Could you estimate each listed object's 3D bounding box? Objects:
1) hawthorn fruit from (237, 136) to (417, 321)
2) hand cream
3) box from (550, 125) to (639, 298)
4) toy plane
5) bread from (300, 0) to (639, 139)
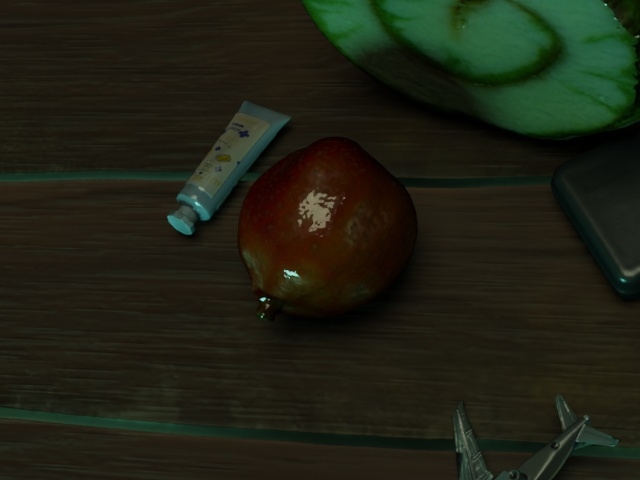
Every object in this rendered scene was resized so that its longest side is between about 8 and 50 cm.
[{"bbox_3d":[0.000,0.000,1.320,0.169,0.169,0.188,22,67,23],"label":"hawthorn fruit"},{"bbox_3d":[-0.103,-0.080,1.453,0.065,0.043,0.171,23,66,27],"label":"hand cream"},{"bbox_3d":[0.356,-0.053,1.327,0.230,0.050,0.160,-25,58,-2],"label":"box"},{"bbox_3d":[0.166,0.232,1.206,0.226,0.058,0.226,-39,44,-11],"label":"toy plane"},{"bbox_3d":[0.153,-0.246,1.295,0.382,0.366,0.129,32,69,-14],"label":"bread"}]
